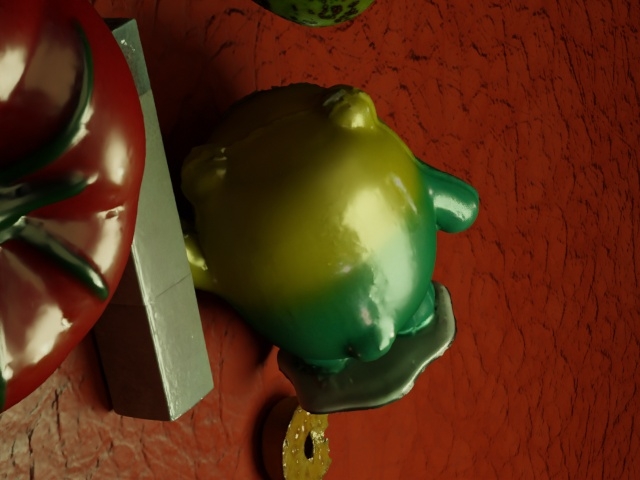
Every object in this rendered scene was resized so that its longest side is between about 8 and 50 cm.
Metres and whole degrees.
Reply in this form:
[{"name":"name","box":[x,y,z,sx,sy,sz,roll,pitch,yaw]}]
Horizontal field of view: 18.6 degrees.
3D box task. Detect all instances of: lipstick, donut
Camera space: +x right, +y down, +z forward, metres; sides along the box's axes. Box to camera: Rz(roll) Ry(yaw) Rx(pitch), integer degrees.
[{"name":"lipstick","box":[-0.180,-0.016,1.788,0.080,0.076,0.372,-38,125,-49]},{"name":"donut","box":[-0.028,0.215,2.074,0.097,0.043,0.108,-13,106,-56]}]

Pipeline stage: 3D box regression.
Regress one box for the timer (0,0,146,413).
[{"name":"timer","box":[-0.312,-0.046,1.380,0.378,0.279,0.378,-19,117,-41]}]

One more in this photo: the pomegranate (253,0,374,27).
[{"name":"pomegranate","box":[-0.016,-0.336,1.932,0.204,0.276,0.222,11,108,-19]}]

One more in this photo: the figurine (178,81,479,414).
[{"name":"figurine","box":[0.000,0.000,1.918,0.340,0.323,0.231,63,0,-44]}]
